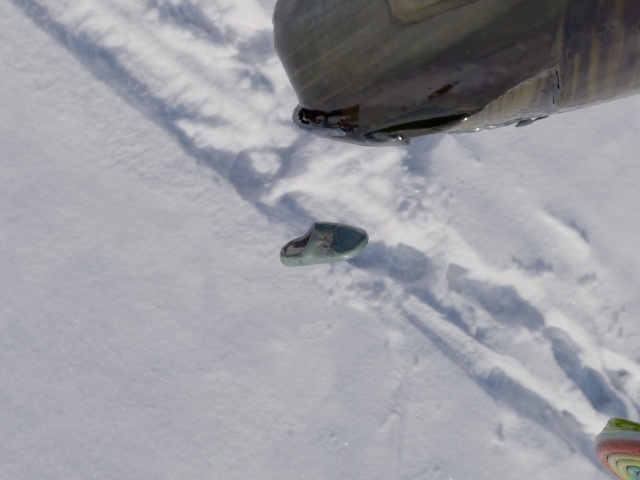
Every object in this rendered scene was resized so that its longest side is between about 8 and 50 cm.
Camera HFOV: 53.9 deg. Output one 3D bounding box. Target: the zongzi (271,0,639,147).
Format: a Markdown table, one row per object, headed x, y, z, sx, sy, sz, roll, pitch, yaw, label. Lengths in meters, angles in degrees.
| x | y | z | sx | sy | sz | roll | pitch | yaw | label |
| --- | --- | --- | --- | --- | --- | --- | --- | --- | --- |
| 0.123 | -0.150 | 0.328 | 0.432 | 0.403 | 0.208 | -58 | 127 | -67 | zongzi |

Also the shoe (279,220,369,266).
| x | y | z | sx | sy | sz | roll | pitch | yaw | label |
| --- | --- | --- | --- | --- | --- | --- | --- | --- | --- |
| 0.000 | 0.000 | 1.312 | 0.079 | 0.195 | 0.078 | -85 | 157 | -52 | shoe |

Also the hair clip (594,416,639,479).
| x | y | z | sx | sy | sz | roll | pitch | yaw | label |
| --- | --- | --- | --- | --- | --- | --- | --- | --- | --- |
| 0.209 | 0.143 | 0.388 | 0.188 | 0.060 | 0.033 | 39 | 73 | -49 | hair clip |
